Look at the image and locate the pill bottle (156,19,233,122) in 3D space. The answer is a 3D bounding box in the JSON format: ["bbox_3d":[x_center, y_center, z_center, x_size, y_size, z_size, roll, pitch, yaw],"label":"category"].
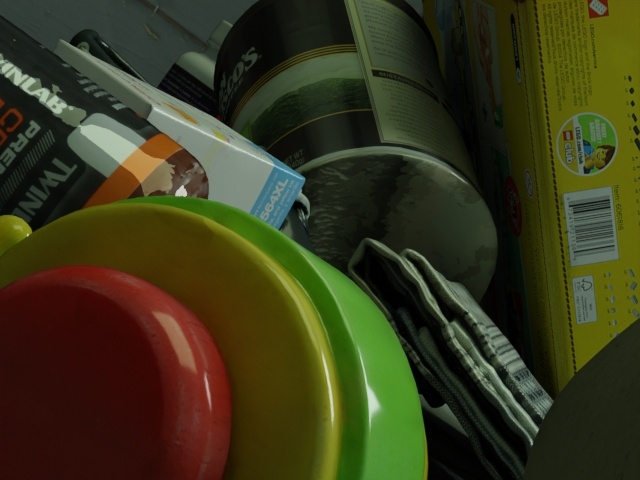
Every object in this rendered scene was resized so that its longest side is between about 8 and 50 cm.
[{"bbox_3d":[-0.124,-0.124,1.632,0.108,0.193,0.108,35,3,-2],"label":"pill bottle"}]

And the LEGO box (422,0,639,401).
[{"bbox_3d":[0.232,-0.030,1.355,0.193,0.500,0.372,-9,10,-6],"label":"LEGO box"}]

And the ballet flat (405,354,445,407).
[{"bbox_3d":[0.063,0.097,1.508,0.188,0.070,0.070,35,1,44],"label":"ballet flat"}]

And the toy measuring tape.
[{"bbox_3d":[0.010,0.081,0.344,0.330,0.121,0.121,37,2,27],"label":"toy measuring tape"}]

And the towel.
[{"bbox_3d":[0.149,0.135,1.029,0.312,0.056,0.324,56,8,13],"label":"towel"}]

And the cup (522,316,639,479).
[{"bbox_3d":[0.221,0.128,0.646,0.331,0.331,0.237,34,-23,-32],"label":"cup"}]

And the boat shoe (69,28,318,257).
[{"bbox_3d":[-0.065,-0.023,0.980,0.302,0.091,0.114,36,2,13],"label":"boat shoe"}]

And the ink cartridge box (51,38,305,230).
[{"bbox_3d":[-0.098,-0.033,0.837,0.092,0.090,0.143,35,6,39],"label":"ink cartridge box"}]

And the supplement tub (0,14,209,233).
[{"bbox_3d":[-0.119,-0.021,0.648,0.198,0.106,0.106,35,2,3],"label":"supplement tub"}]

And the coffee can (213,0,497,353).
[{"bbox_3d":[0.021,-0.064,1.313,0.201,0.201,0.275,35,25,-29],"label":"coffee can"}]
